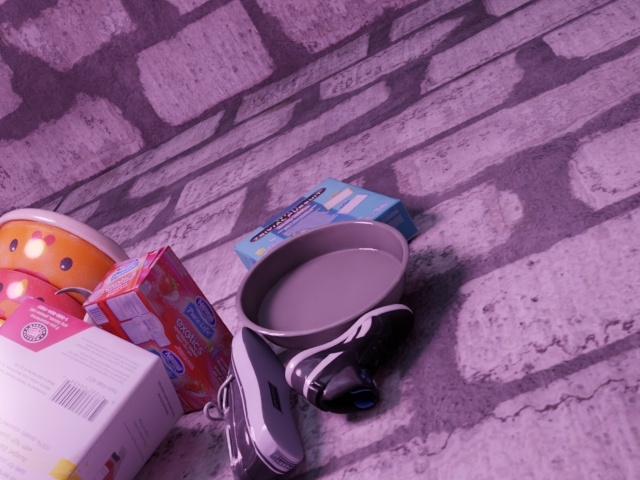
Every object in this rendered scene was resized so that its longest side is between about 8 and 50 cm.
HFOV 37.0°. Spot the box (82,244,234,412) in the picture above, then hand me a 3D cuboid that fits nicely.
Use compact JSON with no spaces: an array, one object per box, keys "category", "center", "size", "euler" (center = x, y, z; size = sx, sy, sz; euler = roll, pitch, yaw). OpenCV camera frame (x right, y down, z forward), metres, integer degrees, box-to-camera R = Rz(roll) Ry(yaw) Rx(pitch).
[{"category":"box","center":[-0.250,0.152,1.579],"size":[0.128,0.257,0.122],"euler":[-18,27,31]}]

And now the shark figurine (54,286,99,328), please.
[{"category":"shark figurine","center":[-0.459,0.206,1.927],"size":[0.116,0.278,0.166],"euler":[31,22,26]}]

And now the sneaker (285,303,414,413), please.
[{"category":"sneaker","center":[0.070,0.179,1.361],"size":[0.217,0.079,0.121],"euler":[-28,39,-21]}]

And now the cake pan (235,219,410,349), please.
[{"category":"cake pan","center":[0.008,0.072,1.529],"size":[0.293,0.054,0.293],"euler":[-16,31,10]}]

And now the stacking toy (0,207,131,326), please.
[{"category":"stacking toy","center":[-0.617,0.204,2.007],"size":[0.351,0.350,0.480],"euler":[-12,46,41]}]

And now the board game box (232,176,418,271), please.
[{"category":"board game box","center":[0.000,0.000,1.827],"size":[0.254,0.079,0.336],"euler":[-36,21,-12]}]

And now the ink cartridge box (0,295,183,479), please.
[{"category":"ink cartridge box","center":[-0.435,0.308,1.413],"size":[0.279,0.160,0.384],"euler":[21,55,25]}]

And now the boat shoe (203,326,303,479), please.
[{"category":"boat shoe","center":[-0.102,0.243,1.389],"size":[0.105,0.113,0.306],"euler":[-40,33,11]}]
